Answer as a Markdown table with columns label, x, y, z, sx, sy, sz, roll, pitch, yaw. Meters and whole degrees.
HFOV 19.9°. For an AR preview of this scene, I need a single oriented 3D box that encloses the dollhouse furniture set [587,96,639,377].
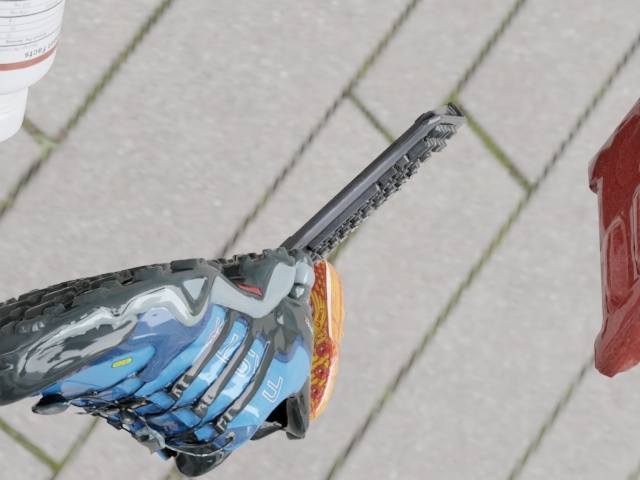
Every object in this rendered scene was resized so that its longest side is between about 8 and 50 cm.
| label | x | y | z | sx | sy | sz | roll | pitch | yaw |
| --- | --- | --- | --- | --- | --- | --- | --- | --- | --- |
| dollhouse furniture set | 0.206 | 0.078 | 0.589 | 0.201 | 0.152 | 0.374 | 20 | 43 | -11 |

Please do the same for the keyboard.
| label | x | y | z | sx | sy | sz | roll | pitch | yaw |
| --- | --- | --- | --- | --- | --- | --- | --- | --- | --- |
| keyboard | 0.000 | 0.000 | 1.525 | 0.317 | 0.201 | 0.033 | -42 | 87 | 14 |

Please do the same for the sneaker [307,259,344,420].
| label | x | y | z | sx | sy | sz | roll | pitch | yaw |
| --- | --- | --- | --- | --- | --- | --- | --- | --- | --- |
| sneaker | 0.001 | 0.100 | 1.817 | 0.067 | 0.064 | 0.175 | 45 | 45 | -51 |

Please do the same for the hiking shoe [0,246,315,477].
| label | x | y | z | sx | sy | sz | roll | pitch | yaw |
| --- | --- | --- | --- | --- | --- | --- | --- | --- | --- |
| hiking shoe | -0.088 | 0.080 | 1.096 | 0.304 | 0.113 | 0.132 | -8 | 87 | -55 |

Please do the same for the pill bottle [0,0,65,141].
| label | x | y | z | sx | sy | sz | roll | pitch | yaw |
| --- | --- | --- | --- | --- | --- | --- | --- | --- | --- |
| pill bottle | -0.235 | -0.179 | 1.257 | 0.121 | 0.121 | 0.216 | -7 | 129 | -32 |
